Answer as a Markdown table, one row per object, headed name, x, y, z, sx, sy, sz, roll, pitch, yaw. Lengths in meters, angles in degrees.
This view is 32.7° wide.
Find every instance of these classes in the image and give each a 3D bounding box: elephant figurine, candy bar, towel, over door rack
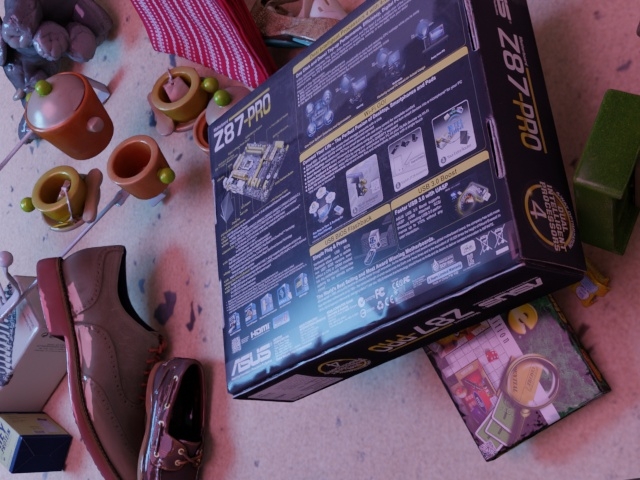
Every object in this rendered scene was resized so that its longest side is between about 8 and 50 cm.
| name | x | y | z | sx | sy | sz | roll | pitch | yaw |
| --- | --- | --- | --- | --- | --- | --- | --- | --- | --- |
| elephant figurine | -0.423 | -0.286 | 1.594 | 0.239 | 0.169 | 0.186 | -28 | 36 | 54 |
| candy bar | 0.218 | -0.003 | 1.042 | 0.040 | 0.018 | 0.161 | -54 | 53 | 28 |
| towel | -0.164 | -0.280 | 1.331 | 0.031 | 0.199 | 0.275 | -45 | 45 | -18 |
| over door rack | -0.401 | -0.065 | 1.492 | 0.324 | 0.108 | 0.239 | -37 | 57 | 8 |

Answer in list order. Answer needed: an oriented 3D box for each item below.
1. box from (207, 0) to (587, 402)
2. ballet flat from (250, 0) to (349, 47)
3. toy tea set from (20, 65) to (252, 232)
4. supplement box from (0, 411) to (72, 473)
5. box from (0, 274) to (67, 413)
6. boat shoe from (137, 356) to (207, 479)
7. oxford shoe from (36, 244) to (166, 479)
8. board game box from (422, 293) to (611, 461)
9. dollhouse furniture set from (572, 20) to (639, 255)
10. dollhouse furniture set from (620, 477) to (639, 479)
| name | x | y | z | sx | sy | sz | roll | pitch | yaw |
| --- | --- | --- | --- | --- | --- | --- | --- | --- | --- |
| box | 0.042 | -0.049 | 1.037 | 0.395 | 0.097 | 0.318 | -31 | 59 | 43 |
| ballet flat | -0.014 | -0.250 | 1.253 | 0.206 | 0.073 | 0.067 | 18 | 99 | 41 |
| toy tea set | -0.236 | -0.146 | 1.351 | 0.336 | 0.124 | 0.200 | -16 | 56 | 15 |
| supplement box | -0.414 | 0.284 | 1.545 | 0.083 | 0.083 | 0.056 | 26 | 101 | 43 |
| box | -0.446 | 0.184 | 1.582 | 0.275 | 0.094 | 0.113 | -54 | 53 | 23 |
| boat shoe | -0.177 | 0.246 | 1.338 | 0.073 | 0.073 | 0.207 | -10 | 78 | 44 |
| oxford shoe | -0.253 | 0.172 | 1.390 | 0.130 | 0.123 | 0.348 | -19 | 88 | -4 |
| board game box | 0.152 | 0.065 | 1.049 | 0.136 | 0.030 | 0.260 | -36 | 70 | 20 |
| dollhouse furniture set | 0.354 | -0.126 | 0.902 | 0.197 | 0.151 | 0.302 | 19 | 80 | 22 |
| dollhouse furniture set | 0.254 | 0.389 | 0.796 | 0.362 | 0.256 | 0.394 | 8 | 90 | 43 |
